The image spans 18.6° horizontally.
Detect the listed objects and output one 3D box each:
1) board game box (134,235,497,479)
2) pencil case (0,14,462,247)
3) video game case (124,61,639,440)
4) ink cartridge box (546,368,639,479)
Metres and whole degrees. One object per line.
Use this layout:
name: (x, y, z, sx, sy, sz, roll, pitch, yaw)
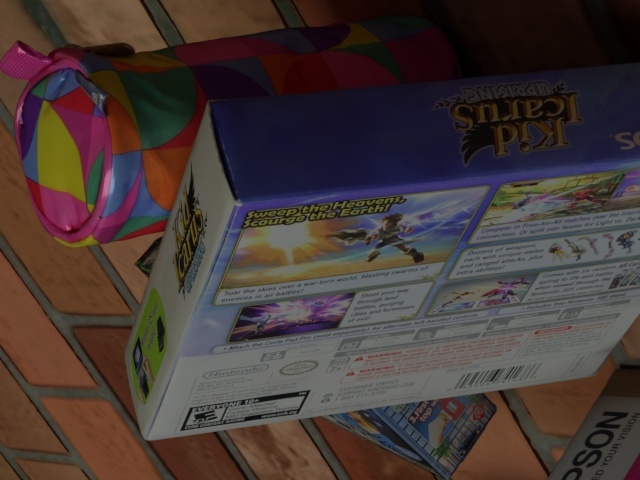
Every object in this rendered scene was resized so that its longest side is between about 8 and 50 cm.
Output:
board game box: (-0.015, 0.046, 1.205, 0.194, 0.060, 0.194, 22, 159, 43)
pencil case: (-0.040, -0.063, 0.993, 0.104, 0.236, 0.104, 15, 109, 52)
video game case: (0.053, 0.007, 0.985, 0.244, 0.269, 0.061, 116, 142, -57)
ink cartridge box: (0.202, 0.176, 1.044, 0.193, 0.234, 0.088, -2, 130, 42)
